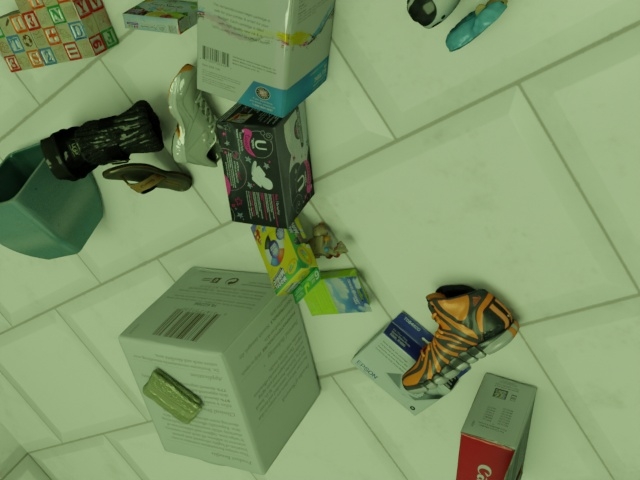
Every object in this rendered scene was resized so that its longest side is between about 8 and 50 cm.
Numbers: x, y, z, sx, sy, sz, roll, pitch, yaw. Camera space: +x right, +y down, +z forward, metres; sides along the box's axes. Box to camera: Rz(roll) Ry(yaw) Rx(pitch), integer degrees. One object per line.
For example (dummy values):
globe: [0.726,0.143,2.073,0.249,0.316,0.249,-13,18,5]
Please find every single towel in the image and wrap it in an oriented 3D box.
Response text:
towel: [-0.357,0.378,1.878,0.148,0.027,0.110,38,133,2]

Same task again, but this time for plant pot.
plant pot: [-0.734,-0.086,2.076,0.247,0.247,0.252,-9,133,35]

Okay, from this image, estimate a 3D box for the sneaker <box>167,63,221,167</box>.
sneaker: [-0.268,-0.277,1.763,0.121,0.099,0.262,16,137,11]

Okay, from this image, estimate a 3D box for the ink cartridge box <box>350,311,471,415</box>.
ink cartridge box: [0.217,0.307,1.918,0.223,0.045,0.224,40,133,0]

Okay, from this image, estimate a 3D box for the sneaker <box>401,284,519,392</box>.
sneaker: [0.275,0.208,1.769,0.321,0.124,0.180,-40,92,27]

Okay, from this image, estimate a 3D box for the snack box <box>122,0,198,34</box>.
snack box: [-0.327,-0.472,1.640,0.141,0.100,0.037,13,128,22]

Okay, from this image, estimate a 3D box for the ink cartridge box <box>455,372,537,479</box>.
ink cartridge box: [0.392,0.519,1.813,0.130,0.272,0.309,14,127,22]

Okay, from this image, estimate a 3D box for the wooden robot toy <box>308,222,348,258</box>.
wooden robot toy: [0.000,0.000,1.826,0.173,0.076,0.078,-9,74,46]

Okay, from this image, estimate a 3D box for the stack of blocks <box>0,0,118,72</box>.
stack of blocks: [-0.631,-0.501,1.809,0.297,0.087,0.171,-2,121,32]

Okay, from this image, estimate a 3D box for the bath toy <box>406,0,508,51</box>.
bath toy: [0.159,-0.482,1.329,0.348,0.129,0.151,42,99,-3]

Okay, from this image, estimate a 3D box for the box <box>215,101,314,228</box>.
box: [-0.111,-0.173,1.686,0.142,0.163,0.247,10,127,20]

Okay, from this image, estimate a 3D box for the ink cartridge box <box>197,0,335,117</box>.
ink cartridge box: [-0.101,-0.416,1.481,0.198,0.197,0.270,22,131,17]

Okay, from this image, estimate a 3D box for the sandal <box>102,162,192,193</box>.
sandal: [-0.412,-0.138,1.877,0.219,0.060,0.090,12,156,-37]

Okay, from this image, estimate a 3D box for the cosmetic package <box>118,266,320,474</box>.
cosmetic package: [-0.245,0.325,2.014,0.330,0.327,0.393,4,123,29]

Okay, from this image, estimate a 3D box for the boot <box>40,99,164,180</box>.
boot: [-0.508,-0.241,1.883,0.260,0.348,0.131,-23,105,-5]

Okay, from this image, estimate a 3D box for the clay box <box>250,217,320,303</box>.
clay box: [-0.082,0.027,1.810,0.127,0.053,0.222,-49,55,43]

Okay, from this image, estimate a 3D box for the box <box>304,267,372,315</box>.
box: [0.038,0.126,1.895,0.178,0.042,0.109,-8,118,34]
